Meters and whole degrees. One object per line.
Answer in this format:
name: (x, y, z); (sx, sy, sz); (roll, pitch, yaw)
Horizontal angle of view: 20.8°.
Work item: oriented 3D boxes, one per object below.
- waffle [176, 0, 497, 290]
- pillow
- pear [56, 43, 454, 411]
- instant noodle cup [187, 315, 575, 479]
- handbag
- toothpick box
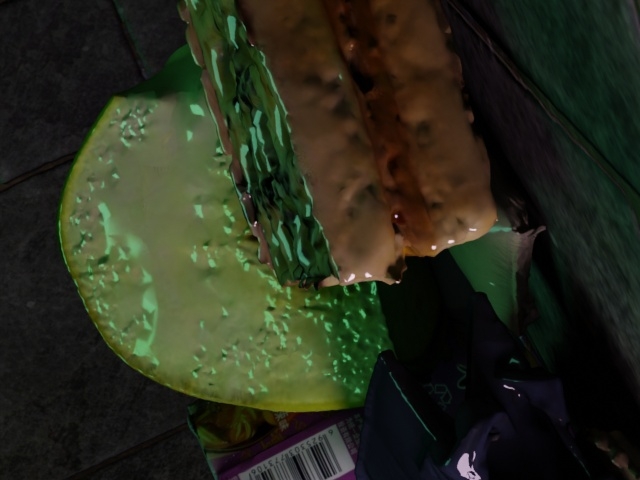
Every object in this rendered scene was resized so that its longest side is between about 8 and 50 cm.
waffle: (-0.024, -0.156, 1.024); (0.261, 0.114, 0.376); (171, 81, -78)
pillow: (0.084, -0.043, 1.128); (0.208, 0.053, 0.119); (60, 174, 39)
pear: (-0.058, -0.008, 1.309); (0.176, 0.282, 0.286); (-22, -83, -69)
instant noodle cup: (0.060, 0.197, 1.434); (0.340, 0.266, 0.339); (154, 90, -87)
handbag: (0.151, 0.205, 1.089); (0.303, 0.122, 0.329); (54, 170, 18)
toothpick box: (0.105, 0.018, 1.248); (0.052, 0.052, 0.083); (-126, 13, -74)
